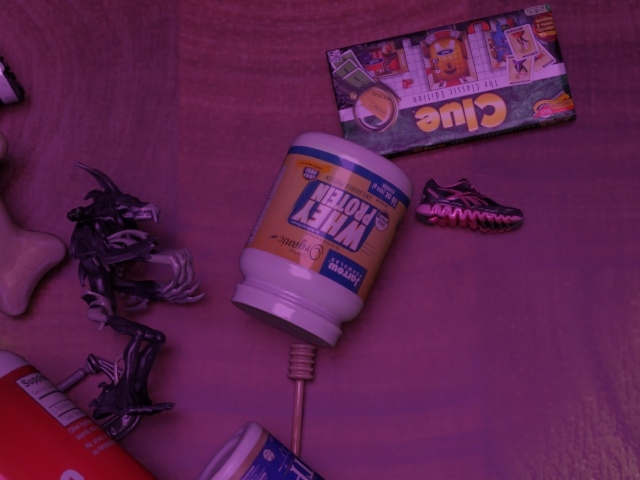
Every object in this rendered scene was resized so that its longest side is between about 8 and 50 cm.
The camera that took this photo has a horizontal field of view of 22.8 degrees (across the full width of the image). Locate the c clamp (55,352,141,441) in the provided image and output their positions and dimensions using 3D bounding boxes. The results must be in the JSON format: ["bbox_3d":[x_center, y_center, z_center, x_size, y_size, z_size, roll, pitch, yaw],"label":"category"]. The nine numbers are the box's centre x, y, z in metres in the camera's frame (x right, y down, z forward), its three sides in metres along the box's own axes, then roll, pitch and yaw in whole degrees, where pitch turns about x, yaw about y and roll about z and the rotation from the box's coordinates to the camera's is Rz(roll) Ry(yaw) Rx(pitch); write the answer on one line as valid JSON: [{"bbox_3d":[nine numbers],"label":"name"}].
[{"bbox_3d":[-0.281,0.181,1.736,0.160,0.022,0.137,-30,78,-2],"label":"c clamp"}]

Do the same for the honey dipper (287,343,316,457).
[{"bbox_3d":[-0.024,0.193,1.713,0.030,0.030,0.161,3,80,4],"label":"honey dipper"}]

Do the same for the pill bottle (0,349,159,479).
[{"bbox_3d":[-0.315,0.261,1.608,0.407,0.229,0.229,41,84,8],"label":"pill bottle"}]

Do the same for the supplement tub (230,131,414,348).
[{"bbox_3d":[0.000,0.000,1.692,0.144,0.144,0.200,23,81,8],"label":"supplement tub"}]

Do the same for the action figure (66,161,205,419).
[{"bbox_3d":[-0.194,0.048,1.690,0.140,0.164,0.276,-7,83,5],"label":"action figure"}]

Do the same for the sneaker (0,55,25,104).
[{"bbox_3d":[-0.437,-0.234,1.804,0.106,0.078,0.234,-32,80,-6],"label":"sneaker"}]

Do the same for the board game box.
[{"bbox_3d":[0.145,-0.174,1.779,0.259,0.030,0.136,-12,80,1],"label":"board game box"}]

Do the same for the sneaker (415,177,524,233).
[{"bbox_3d":[0.166,-0.042,1.745,0.119,0.047,0.057,8,68,4],"label":"sneaker"}]

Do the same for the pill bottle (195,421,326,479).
[{"bbox_3d":[-0.035,0.286,1.642,0.186,0.112,0.112,41,83,-7],"label":"pill bottle"}]

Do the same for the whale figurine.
[{"bbox_3d":[-0.417,-0.031,1.751,0.272,0.141,0.216,35,82,-15],"label":"whale figurine"}]
